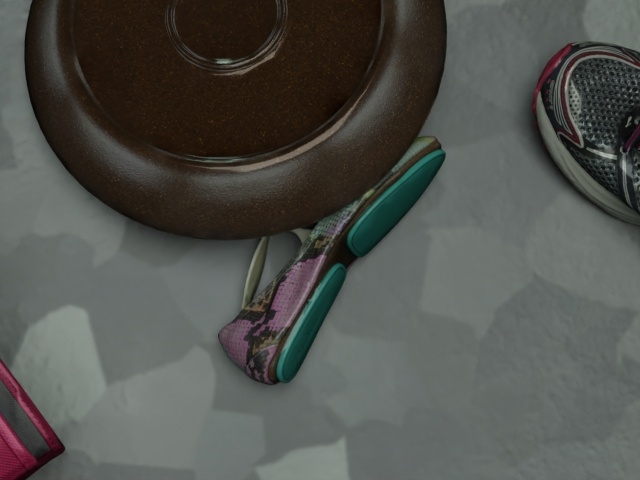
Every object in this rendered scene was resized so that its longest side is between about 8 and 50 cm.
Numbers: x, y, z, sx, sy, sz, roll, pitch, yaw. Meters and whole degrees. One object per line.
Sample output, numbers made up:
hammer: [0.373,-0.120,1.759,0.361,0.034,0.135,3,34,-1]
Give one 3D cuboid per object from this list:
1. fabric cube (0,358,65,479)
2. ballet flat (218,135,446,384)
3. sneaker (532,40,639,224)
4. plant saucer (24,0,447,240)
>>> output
fabric cube: [-0.349,0.116,1.112,0.258,0.259,0.254,-36,88,-7]
ballet flat: [0.000,0.000,1.249,0.079,0.077,0.221,33,82,20]
sneaker: [0.289,-0.045,1.250,0.299,0.112,0.121,38,82,1]
plant saucer: [-0.065,-0.154,1.233,0.310,0.050,0.311,-2,73,5]
